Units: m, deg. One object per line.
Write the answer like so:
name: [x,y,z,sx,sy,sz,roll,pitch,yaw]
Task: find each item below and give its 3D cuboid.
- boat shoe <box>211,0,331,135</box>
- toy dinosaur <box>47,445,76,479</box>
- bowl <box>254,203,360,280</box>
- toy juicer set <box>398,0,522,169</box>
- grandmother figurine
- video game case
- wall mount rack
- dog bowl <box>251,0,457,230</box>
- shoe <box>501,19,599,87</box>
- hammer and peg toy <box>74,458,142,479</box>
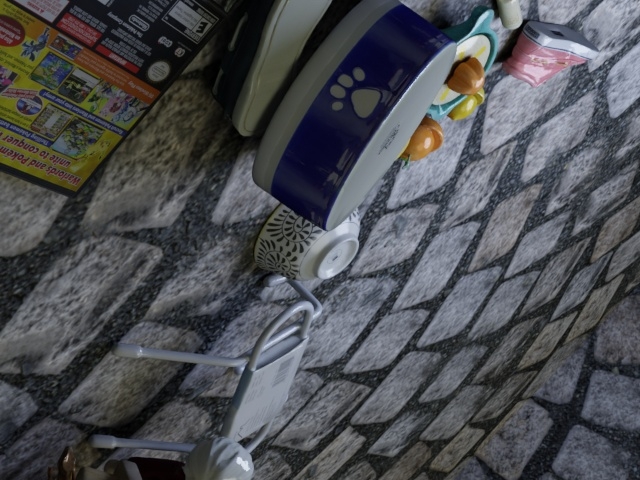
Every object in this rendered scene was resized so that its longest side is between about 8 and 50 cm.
boat shoe: [-0.051,-0.224,1.259,0.095,0.079,0.254,-26,151,-38]
toy dinosaur: [-0.341,0.374,1.667,0.064,0.112,0.211,-25,116,-24]
bowl: [0.000,0.000,1.670,0.170,0.080,0.170,-35,154,-21]
toy juicer set: [0.193,-0.221,1.614,0.329,0.089,0.209,-52,154,14]
grandmother figurine: [-0.213,0.366,1.741,0.208,0.104,0.342,31,137,-22]
video game case: [-0.233,-0.168,1.123,0.248,0.035,0.275,-48,155,7]
wall mount rack: [-0.150,0.193,1.697,0.304,0.130,0.350,-27,150,-40]
dog bowl: [0.040,-0.144,1.391,0.265,0.104,0.265,-53,172,-11]
shoe: [0.334,-0.268,1.790,0.178,0.063,0.081,-1,132,-49]
hammer and peg toy: [-0.288,0.484,1.527,0.127,0.266,0.361,22,96,-21]
